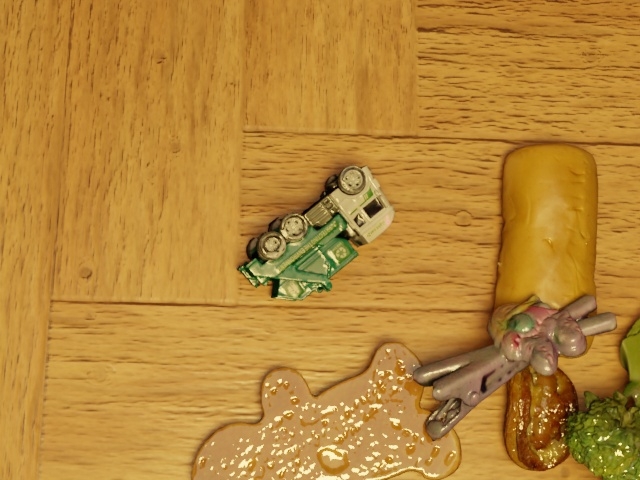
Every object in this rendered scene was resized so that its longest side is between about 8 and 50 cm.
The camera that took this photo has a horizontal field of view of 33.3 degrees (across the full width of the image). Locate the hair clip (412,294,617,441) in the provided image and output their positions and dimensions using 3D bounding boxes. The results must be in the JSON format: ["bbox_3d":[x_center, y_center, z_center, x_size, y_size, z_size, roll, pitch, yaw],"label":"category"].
[{"bbox_3d":[0.237,0.146,1.339,0.278,0.137,0.090,-35,119,-2],"label":"hair clip"}]

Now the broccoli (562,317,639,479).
[{"bbox_3d":[0.411,0.270,1.371,0.254,0.186,0.302,-8,52,-42],"label":"broccoli"}]

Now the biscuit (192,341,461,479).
[{"bbox_3d":[-0.002,0.263,1.396,0.340,0.047,0.216,-23,77,-8],"label":"biscuit"}]

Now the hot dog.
[{"bbox_3d":[0.287,0.231,1.418,0.099,0.065,0.147,11,73,-12],"label":"hot dog"}]

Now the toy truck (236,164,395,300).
[{"bbox_3d":[0.000,0.000,1.434,0.216,0.110,0.116,-39,95,-13],"label":"toy truck"}]

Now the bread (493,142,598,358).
[{"bbox_3d":[0.312,0.009,1.463,0.142,0.091,0.305,7,76,-9],"label":"bread"}]
